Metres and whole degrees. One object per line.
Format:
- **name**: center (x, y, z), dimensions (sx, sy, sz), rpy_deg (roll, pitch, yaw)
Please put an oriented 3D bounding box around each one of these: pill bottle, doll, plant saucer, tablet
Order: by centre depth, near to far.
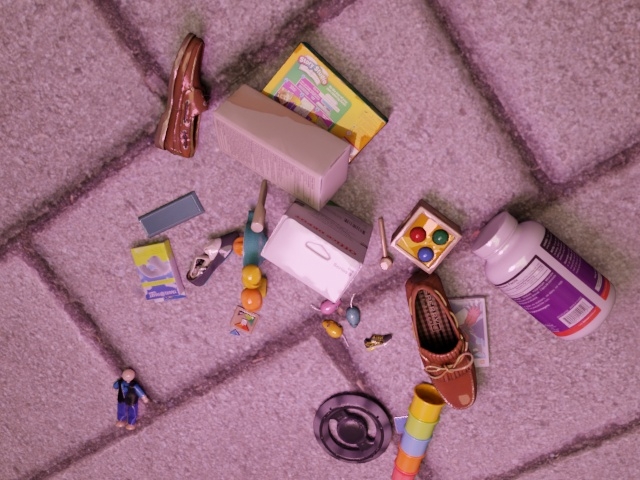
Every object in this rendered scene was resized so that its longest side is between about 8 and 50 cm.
- **pill bottle**: center (0.525, 0.079, 1.427), dimensions (0.323, 0.181, 0.181), rpy_deg (39, 110, -3)
- **plant saucer**: center (-0.412, -0.068, 1.638), dimensions (0.191, 0.018, 0.067), rpy_deg (-23, 102, 17)
- **tablet**: center (0.256, 0.525, 1.712), dimensions (0.083, 0.006, 0.054), rpy_deg (-10, 105, 14)
- **doll**: center (-0.586, 0.481, 1.829), dimensions (0.128, 0.046, 0.189), rpy_deg (9, 103, 17)

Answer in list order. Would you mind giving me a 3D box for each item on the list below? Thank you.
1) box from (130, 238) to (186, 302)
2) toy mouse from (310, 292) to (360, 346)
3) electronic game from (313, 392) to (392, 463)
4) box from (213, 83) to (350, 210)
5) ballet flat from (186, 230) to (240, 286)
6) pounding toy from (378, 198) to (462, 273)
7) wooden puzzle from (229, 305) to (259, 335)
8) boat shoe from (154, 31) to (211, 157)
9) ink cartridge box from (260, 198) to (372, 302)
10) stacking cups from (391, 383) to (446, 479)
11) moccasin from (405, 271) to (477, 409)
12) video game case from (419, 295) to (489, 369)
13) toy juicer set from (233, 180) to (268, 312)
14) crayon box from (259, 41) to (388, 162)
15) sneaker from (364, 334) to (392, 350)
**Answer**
- **box**: center (-0.456, 0.093, 1.684), dimensions (0.108, 0.042, 0.178), rpy_deg (-10, 105, 14)
- **toy mouse**: center (0.054, 0.202, 1.631), dimensions (0.161, 0.031, 0.143), rpy_deg (37, 110, -3)
- **electronic game**: center (0.092, 0.545, 1.725), dimensions (0.229, 0.048, 0.230), rpy_deg (3, 107, 9)
- **box**: center (-0.091, -0.219, 1.406), dimensions (0.311, 0.121, 0.148), rpy_deg (33, 154, 14)
- **ballet flat**: center (-0.299, 0.047, 1.620), dimensions (0.074, 0.074, 0.203), rpy_deg (40, 112, -4)
- **pounding toy**: center (0.219, 0.005, 1.505), dimensions (0.181, 0.094, 0.206), rpy_deg (36, 110, -2)
- **wooden puzzle**: center (-0.216, 0.227, 1.698), dimensions (0.078, 0.014, 0.117), rpy_deg (19, 110, 4)
- **boat shoe**: center (-0.322, -0.355, 1.490), dimensions (0.104, 0.111, 0.308), rpy_deg (21, 120, -1)
- **ink cartridge box**: center (0.000, 0.000, 1.439), dimensions (0.211, 0.289, 0.122), rpy_deg (33, 110, -1)
- **stacking cups**: center (0.261, 0.553, 1.676), dimensions (0.095, 0.096, 0.317), rpy_deg (17, 114, 5)
- **moccasin**: center (0.313, 0.267, 1.519), dimensions (0.139, 0.147, 0.380), rpy_deg (-11, 106, 14)
- **video game case**: center (0.352, 0.249, 1.597), dimensions (0.183, 0.023, 0.202), rpy_deg (-5, 106, 12)
- **toy juicer set**: center (-0.185, 0.028, 1.525), dimensions (0.089, 0.209, 0.329), rpy_deg (4, 109, 0)
- **crayon box**: center (0.008, -0.322, 1.445), dimensions (0.278, 0.081, 0.165), rpy_deg (42, 109, -5)
- **sneaker**: center (0.156, 0.274, 1.636), dimensions (0.083, 0.031, 0.035), rpy_deg (-27, 100, 17)
